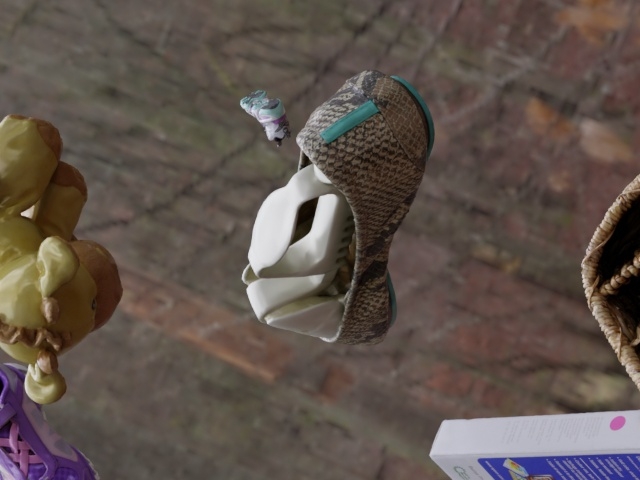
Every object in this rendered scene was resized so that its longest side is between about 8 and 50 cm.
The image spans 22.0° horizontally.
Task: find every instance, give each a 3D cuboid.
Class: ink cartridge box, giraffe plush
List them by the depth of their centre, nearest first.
[{"bbox_3d":[-0.231,0.025,1.281,0.210,0.170,0.181,-44,-40,-25],"label":"giraffe plush"},{"bbox_3d":[0.322,0.273,1.922,0.176,0.371,0.069,47,-125,-32],"label":"ink cartridge box"}]

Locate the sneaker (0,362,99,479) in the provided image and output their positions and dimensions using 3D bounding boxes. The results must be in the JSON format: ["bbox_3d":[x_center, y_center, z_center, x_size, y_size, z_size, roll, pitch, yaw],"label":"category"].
[{"bbox_3d":[-0.316,0.208,1.709,0.095,0.236,0.104,-38,-32,-2],"label":"sneaker"}]

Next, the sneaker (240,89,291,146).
[{"bbox_3d":[-0.067,-0.152,2.123,0.038,0.098,0.069,-30,-63,-11],"label":"sneaker"}]

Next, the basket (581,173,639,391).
[{"bbox_3d":[0.439,0.002,1.874,0.299,0.213,0.223,-42,-2,26],"label":"basket"}]

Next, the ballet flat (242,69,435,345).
[{"bbox_3d":[0.000,0.000,1.774,0.182,0.164,0.483,-30,-23,-21],"label":"ballet flat"}]
